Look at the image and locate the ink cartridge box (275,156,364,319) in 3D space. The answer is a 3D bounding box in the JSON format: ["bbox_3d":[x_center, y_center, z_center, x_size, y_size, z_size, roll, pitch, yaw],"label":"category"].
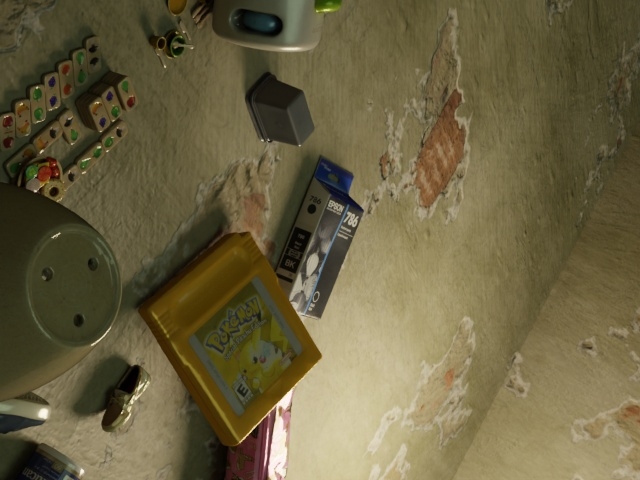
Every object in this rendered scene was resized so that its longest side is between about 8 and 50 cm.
[{"bbox_3d":[0.000,0.000,2.453,0.165,0.065,0.332,21,89,-59],"label":"ink cartridge box"}]

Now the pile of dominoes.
[{"bbox_3d":[-0.386,-0.173,1.765,0.251,0.040,0.196,-49,144,-30],"label":"pile of dominoes"}]

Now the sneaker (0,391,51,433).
[{"bbox_3d":[-0.561,0.281,1.684,0.350,0.131,0.148,11,97,-49],"label":"sneaker"}]

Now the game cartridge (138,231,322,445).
[{"bbox_3d":[-0.162,0.179,2.178,0.285,0.053,0.323,-43,114,-36],"label":"game cartridge"}]

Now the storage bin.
[{"bbox_3d":[-0.066,-0.246,2.173,0.098,0.091,0.135,-51,146,-27],"label":"storage bin"}]

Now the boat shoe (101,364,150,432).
[{"bbox_3d":[-0.361,0.284,2.073,0.135,0.050,0.045,-62,146,-32],"label":"boat shoe"}]

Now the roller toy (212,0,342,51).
[{"bbox_3d":[-0.089,-0.400,1.952,0.191,0.209,0.146,-5,114,-34],"label":"roller toy"}]

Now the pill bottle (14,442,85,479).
[{"bbox_3d":[-0.481,0.436,1.925,0.169,0.094,0.094,-58,147,-19],"label":"pill bottle"}]

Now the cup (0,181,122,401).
[{"bbox_3d":[-0.415,0.068,1.573,0.331,0.237,0.331,8,80,-54],"label":"cup"}]

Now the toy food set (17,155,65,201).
[{"bbox_3d":[-0.427,-0.089,1.740,0.083,0.020,0.083,-22,129,-42],"label":"toy food set"}]

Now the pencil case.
[{"bbox_3d":[-0.129,0.416,2.405,0.167,0.160,0.386,-25,129,-51],"label":"pencil case"}]

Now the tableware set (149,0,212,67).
[{"bbox_3d":[-0.230,-0.370,1.908,0.154,0.024,0.104,-54,146,-23],"label":"tableware set"}]
